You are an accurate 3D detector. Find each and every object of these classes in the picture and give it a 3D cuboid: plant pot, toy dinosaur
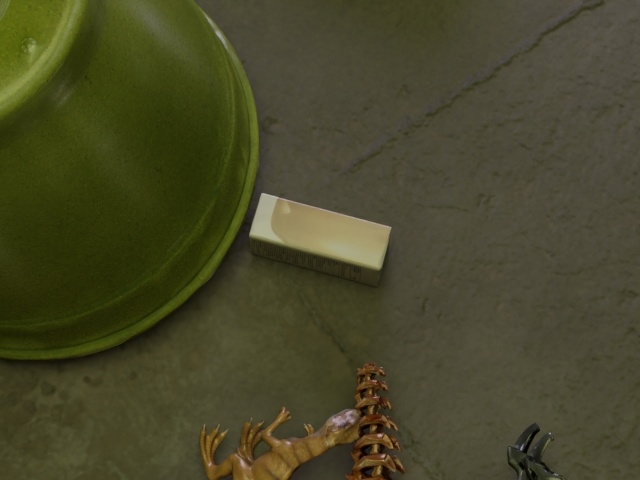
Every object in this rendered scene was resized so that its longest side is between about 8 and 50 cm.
[{"bbox_3d":[-0.253,-0.128,1.510,0.366,0.353,0.366,-2,72,6],"label":"plant pot"},{"bbox_3d":[0.107,0.252,1.535,0.218,0.164,0.322,-26,97,9],"label":"toy dinosaur"},{"bbox_3d":[-0.057,0.202,1.576,0.211,0.064,0.112,-51,45,14],"label":"toy dinosaur"}]

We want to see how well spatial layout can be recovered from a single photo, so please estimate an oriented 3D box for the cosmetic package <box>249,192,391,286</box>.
[{"bbox_3d":[0.000,0.000,1.646,0.115,0.060,0.041,15,74,3],"label":"cosmetic package"}]
